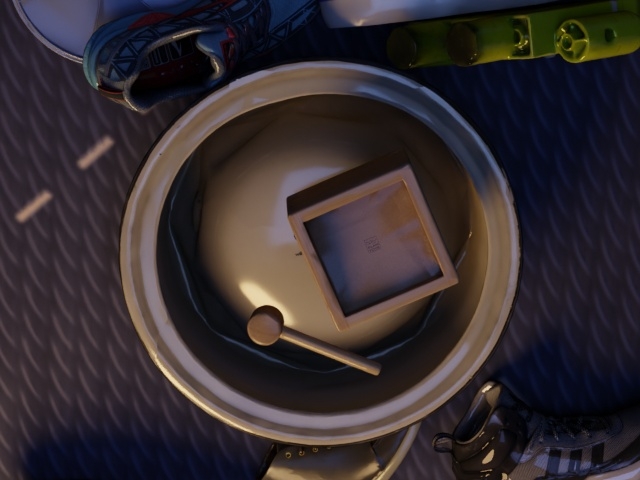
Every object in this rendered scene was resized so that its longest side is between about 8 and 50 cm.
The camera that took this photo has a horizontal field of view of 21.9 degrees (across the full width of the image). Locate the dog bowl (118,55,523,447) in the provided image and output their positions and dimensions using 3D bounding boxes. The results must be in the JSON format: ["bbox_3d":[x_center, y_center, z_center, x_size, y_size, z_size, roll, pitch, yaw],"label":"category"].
[{"bbox_3d":[0.000,0.000,1.723,0.408,0.150,0.407,0,105,-1],"label":"dog bowl"}]

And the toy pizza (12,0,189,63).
[{"bbox_3d":[-0.220,-0.279,1.698,0.201,0.032,0.201,-1,107,-3],"label":"toy pizza"}]

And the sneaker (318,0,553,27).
[{"bbox_3d":[0.137,-0.346,1.646,0.323,0.130,0.236,-9,99,-5],"label":"sneaker"}]

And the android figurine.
[{"bbox_3d":[0.205,-0.204,1.635,0.273,0.248,0.056,-12,100,-41],"label":"android figurine"}]

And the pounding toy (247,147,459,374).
[{"bbox_3d":[0.024,0.036,1.607,0.206,0.094,0.181,-23,104,4],"label":"pounding toy"}]

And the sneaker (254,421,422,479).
[{"bbox_3d":[0.024,0.220,1.816,0.118,0.083,0.222,31,103,-9],"label":"sneaker"}]

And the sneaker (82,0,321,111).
[{"bbox_3d":[-0.101,-0.194,1.658,0.262,0.125,0.104,-27,124,-9],"label":"sneaker"}]

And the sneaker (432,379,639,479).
[{"bbox_3d":[0.257,0.212,1.812,0.269,0.101,0.153,-28,107,8],"label":"sneaker"}]
